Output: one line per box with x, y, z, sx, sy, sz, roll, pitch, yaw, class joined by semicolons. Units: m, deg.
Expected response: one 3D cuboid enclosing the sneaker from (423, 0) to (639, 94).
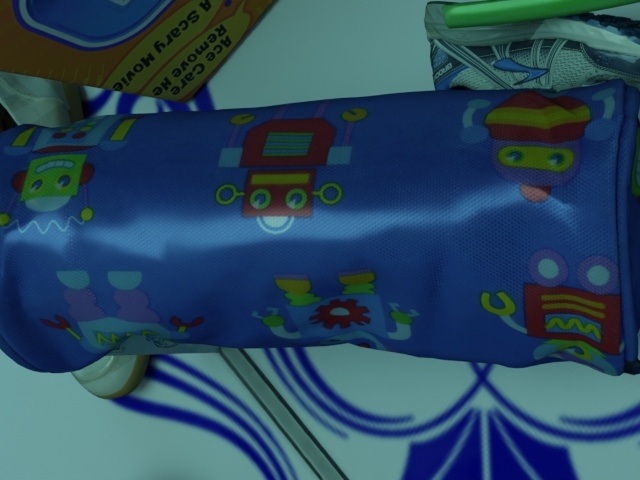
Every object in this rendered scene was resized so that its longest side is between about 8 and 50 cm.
0.106;-0.078;0.617;0.135;0.052;0.058;16;107;44;sneaker

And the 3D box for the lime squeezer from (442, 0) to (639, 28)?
0.192;-0.153;0.520;0.110;0.059;0.310;42;114;-13;lime squeezer

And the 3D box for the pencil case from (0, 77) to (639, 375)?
0.000;0.000;0.594;0.306;0.133;0.119;-2;57;16;pencil case

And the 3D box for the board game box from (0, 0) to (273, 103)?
-0.161;-0.332;0.634;0.356;0.356;0.356;-46;62;26;board game box

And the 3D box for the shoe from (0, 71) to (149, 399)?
-0.161;-0.007;0.803;0.076;0.058;0.219;-31;70;32;shoe

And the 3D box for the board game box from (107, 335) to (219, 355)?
-0.088;0.017;0.727;0.020;0.090;0.090;4;90;40;board game box
